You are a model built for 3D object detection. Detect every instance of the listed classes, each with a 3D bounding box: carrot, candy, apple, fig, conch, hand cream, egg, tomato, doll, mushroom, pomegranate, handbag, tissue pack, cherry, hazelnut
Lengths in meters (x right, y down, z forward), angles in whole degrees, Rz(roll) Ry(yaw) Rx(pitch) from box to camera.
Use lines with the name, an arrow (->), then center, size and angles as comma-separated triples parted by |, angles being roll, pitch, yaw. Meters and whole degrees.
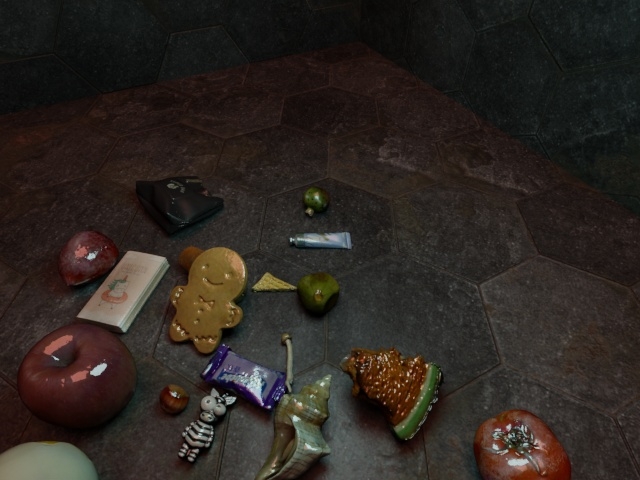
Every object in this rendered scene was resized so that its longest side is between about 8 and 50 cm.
carrot -> -0.400, 0.125, 1.547 | 0.302, 0.138, 0.139 | 27, 51, 26
candy -> -0.230, 0.419, 1.293 | 0.276, 0.070, 0.145 | 20, 38, 15
apple -> -0.689, 0.392, 1.210 | 0.307, 0.234, 0.305 | 0, 43, 0
fig -> -0.005, 0.187, 1.482 | 0.144, 0.154, 0.165 | -45, 11, 8
conch -> -0.056, 0.544, 1.124 | 0.170, 0.203, 0.385 | 22, 70, -13
hand cream -> 0.000, 0.000, 1.735 | 0.257, 0.055, 0.088 | 1, 50, -9
egg -> -0.653, 0.606, 0.938 | 0.284, 0.345, 0.282 | 9, 70, -25
tomato -> 0.515, 0.568, 1.084 | 0.232, 0.188, 0.232 | -25, 26, 13
doll -> -0.327, 0.521, 1.203 | 0.091, 0.067, 0.219 | 19, 47, 12
mushroom -> -0.098, 0.386, 1.287 | 0.043, 0.068, 0.306 | -29, 21, 5
pomegranate -> -0.019, -0.176, 1.864 | 0.131, 0.130, 0.130 | 0, 46, 0
handbag -> -0.609, -0.184, 1.847 | 0.288, 0.152, 0.342 | -24, 50, -38
tissue pack -> -0.709, 0.178, 1.530 | 0.170, 0.071, 0.325 | 9, 46, 11
cherry -> -0.874, 0.074, 1.564 | 0.192, 0.175, 0.249 | 17, 45, -3
hazelnut -> -0.439, 0.472, 1.247 | 0.086, 0.086, 0.086 | 0, 46, 0

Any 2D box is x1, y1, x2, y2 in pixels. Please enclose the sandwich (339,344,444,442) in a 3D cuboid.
sandwich -> 0.187, 0.424, 1.241 | 0.301, 0.162, 0.250 | 35, 62, -9

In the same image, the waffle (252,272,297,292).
waffle -> -0.169, 0.183, 1.566 | 0.153, 0.023, 0.097 | 23, 51, 20

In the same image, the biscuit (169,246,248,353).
biscuit -> -0.376, 0.192, 1.418 | 0.276, 0.052, 0.354 | 21, 81, 16
